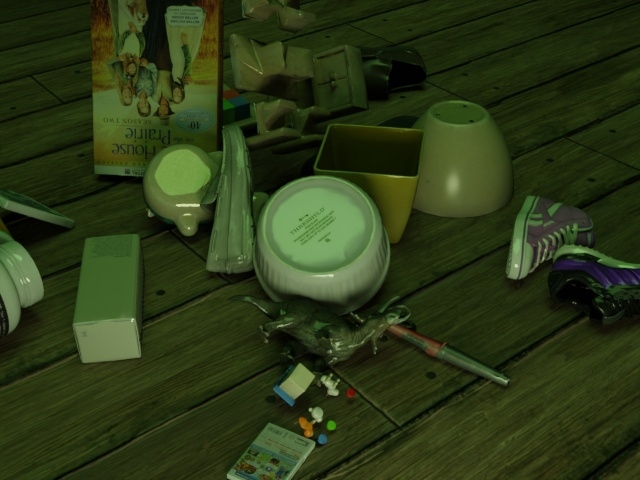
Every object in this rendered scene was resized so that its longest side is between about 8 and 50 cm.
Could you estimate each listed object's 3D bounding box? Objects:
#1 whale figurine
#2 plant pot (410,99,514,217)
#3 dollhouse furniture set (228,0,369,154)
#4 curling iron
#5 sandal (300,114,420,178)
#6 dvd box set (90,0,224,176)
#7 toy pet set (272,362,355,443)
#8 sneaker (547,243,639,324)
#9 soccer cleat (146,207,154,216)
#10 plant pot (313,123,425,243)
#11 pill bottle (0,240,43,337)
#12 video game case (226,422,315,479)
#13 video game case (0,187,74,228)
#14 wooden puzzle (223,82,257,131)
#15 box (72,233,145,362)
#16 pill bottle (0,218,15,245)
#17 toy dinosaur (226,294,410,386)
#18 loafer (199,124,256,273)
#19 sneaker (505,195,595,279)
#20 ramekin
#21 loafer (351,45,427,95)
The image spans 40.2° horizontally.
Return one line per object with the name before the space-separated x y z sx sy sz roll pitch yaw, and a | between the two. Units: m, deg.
whale figurine | -0.253 -0.093 1.904 0.271 0.141 0.216 21 64 -4
plant pot | 0.306 -0.207 1.994 0.284 0.191 0.284 -1 33 1
dollhouse furniture set | -0.103 -0.376 2.045 0.256 0.362 0.394 -11 -6 33
curling iron | 0.215 0.184 1.547 0.274 0.035 0.068 26 42 34
sandal | 0.107 -0.233 2.107 0.167 0.107 0.445 24 41 32
dvd box set | -0.378 -0.356 2.028 0.307 0.421 0.062 4 13 7
toy pet set | -0.023 0.265 1.429 0.114 0.065 0.122 42 45 -1
sneaker | 0.562 0.106 1.615 0.293 0.102 0.146 11 41 23
soccer cleat | -0.361 -0.077 1.954 0.035 0.029 0.083 4 29 14
plant pot | 0.106 -0.113 1.858 0.212 0.187 0.212 5 35 8
pill bottle | -0.658 0.121 1.524 0.181 0.182 0.323 28 42 36
video game case | -0.075 0.337 1.344 0.087 0.011 0.122 17 37 24
video game case | -0.648 -0.082 1.867 0.173 0.022 0.190 23 1 32
wooden puzzle | -0.348 -0.355 2.323 0.322 0.081 0.348 -22 39 -28
box | -0.388 0.101 1.628 0.113 0.094 0.275 -4 34 -5
pill bottle | -0.705 -0.010 1.759 0.136 0.136 0.245 -20 38 -26
toy dinosaur | -0.015 0.160 1.545 0.313 0.121 0.160 9 23 22
loafer | -0.192 -0.087 1.784 0.111 0.112 0.320 -4 68 1
sneaker | 0.471 -0.003 1.769 0.161 0.102 0.282 15 37 17
ramekin | 0.000 0.000 1.650 0.272 0.127 0.273 -1 62 2
loafer | 0.145 -0.470 2.437 0.365 0.134 0.130 -16 37 -22
